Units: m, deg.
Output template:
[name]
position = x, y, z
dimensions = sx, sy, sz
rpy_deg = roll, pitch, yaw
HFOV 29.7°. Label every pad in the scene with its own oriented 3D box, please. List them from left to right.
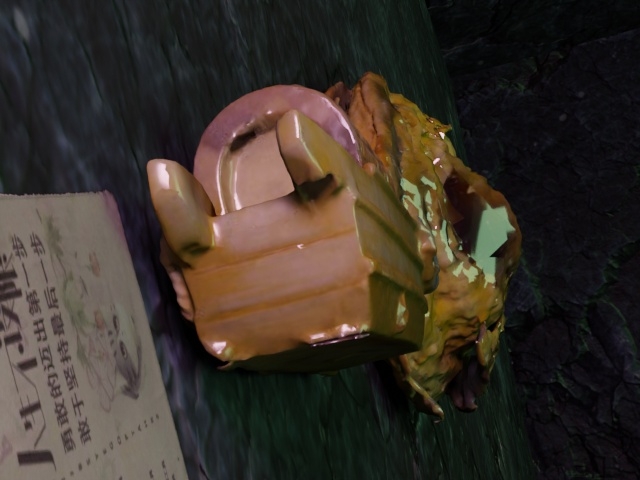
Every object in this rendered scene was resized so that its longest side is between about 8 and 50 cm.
[pad]
position = -0.054, 0.112, 0.361
dimensions = 0.159, 0.009, 0.265
rpy_deg = -18, 95, -80

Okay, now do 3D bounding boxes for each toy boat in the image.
[toy boat]
position = 0.000, 0.000, 0.562
dimensions = 0.310, 0.089, 0.115
rpy_deg = 26, 48, -76

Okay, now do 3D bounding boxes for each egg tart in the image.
[egg tart]
position = 0.088, 0.001, 0.955
dimensions = 0.297, 0.132, 0.297
rpy_deg = -13, 90, -86
